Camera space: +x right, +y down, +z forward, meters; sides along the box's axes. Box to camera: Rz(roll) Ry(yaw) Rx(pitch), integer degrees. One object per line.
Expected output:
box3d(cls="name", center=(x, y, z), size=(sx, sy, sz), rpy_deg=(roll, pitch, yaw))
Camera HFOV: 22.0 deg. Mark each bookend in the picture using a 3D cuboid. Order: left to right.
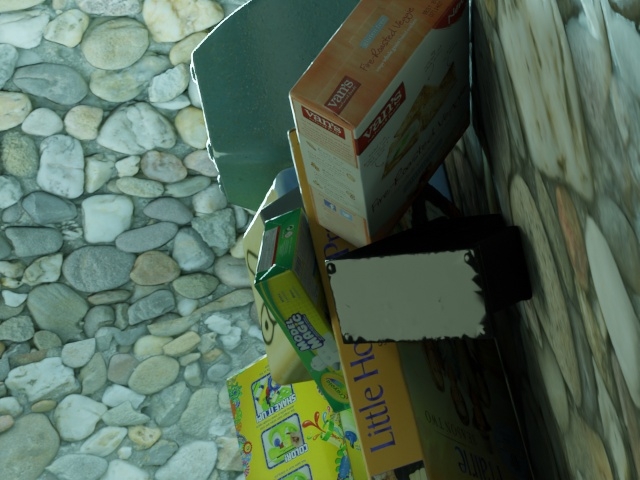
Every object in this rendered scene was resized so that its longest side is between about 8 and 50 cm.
box3d(cls="bookend", center=(0.116, 0.026, 1.336), size=(0.157, 0.156, 0.072), rpy_deg=(-21, -79, -46))

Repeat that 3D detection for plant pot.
box3d(cls="plant pot", center=(-0.014, -0.160, 1.948), size=(0.248, 0.252, 0.247), rpy_deg=(80, 178, -70))

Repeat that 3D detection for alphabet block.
box3d(cls="alphabet block", center=(0.038, 0.033, 1.817), size=(0.197, 0.193, 0.192), rpy_deg=(125, 137, -64))

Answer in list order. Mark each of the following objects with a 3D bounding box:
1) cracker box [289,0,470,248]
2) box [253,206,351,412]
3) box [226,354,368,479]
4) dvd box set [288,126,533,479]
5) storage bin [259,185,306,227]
box3d(cls="cracker box", center=(0.054, -0.105, 1.333), size=(0.067, 0.156, 0.232), rpy_deg=(31, 163, 18))
box3d(cls="box", center=(0.004, 0.071, 1.471), size=(0.179, 0.043, 0.105), rpy_deg=(57, -159, -27))
box3d(cls="box", center=(0.060, 0.291, 2.123), size=(0.290, 0.177, 0.279), rpy_deg=(20, -133, -45))
box3d(cls="dvd box set", center=(0.100, 0.120, 1.521), size=(0.307, 0.062, 0.420), rpy_deg=(34, -142, -58))
box3d(cls="storage bin", center=(0.000, 0.000, 1.652), size=(0.135, 0.091, 0.098), rpy_deg=(66, -173, 25))
